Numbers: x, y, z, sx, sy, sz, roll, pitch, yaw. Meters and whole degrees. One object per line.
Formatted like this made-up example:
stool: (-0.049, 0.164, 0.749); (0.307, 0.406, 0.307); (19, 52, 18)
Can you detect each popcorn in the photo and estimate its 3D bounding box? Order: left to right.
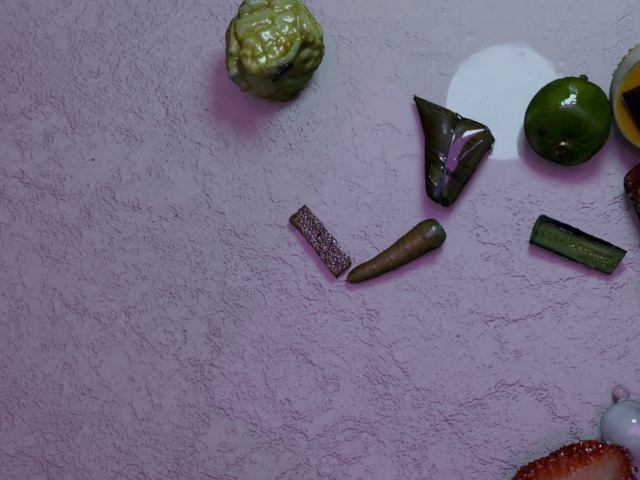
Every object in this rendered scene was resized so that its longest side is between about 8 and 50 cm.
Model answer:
popcorn: (-0.126, -0.480, 1.872); (0.293, 0.293, 0.237); (-40, 83, 2)

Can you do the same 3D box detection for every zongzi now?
zongzi: (0.276, -0.224, 1.829); (0.242, 0.112, 0.221); (31, 88, 21)

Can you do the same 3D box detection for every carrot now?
carrot: (0.172, 0.043, 1.830); (0.298, 0.078, 0.078); (-30, 78, 10)

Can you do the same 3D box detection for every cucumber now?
cucumber: (0.609, 0.007, 1.761); (0.211, 0.062, 0.078); (21, 119, 7)

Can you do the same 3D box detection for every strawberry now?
strawberry: (0.559, 0.554, 1.635); (0.306, 0.138, 0.233); (-36, 90, 13)

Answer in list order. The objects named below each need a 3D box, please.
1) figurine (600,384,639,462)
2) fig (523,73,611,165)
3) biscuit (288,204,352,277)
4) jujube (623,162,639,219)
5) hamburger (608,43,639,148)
figurine: (0.728, 0.398, 1.636); (0.256, 0.144, 0.182); (-45, 80, 4)
fig: (0.591, -0.313, 1.779); (0.203, 0.203, 0.235); (9, 43, 11)
biscuit: (0.000, 0.000, 1.876); (0.064, 0.034, 0.199); (-39, 77, 1)
jujube: (0.804, -0.078, 1.676); (0.190, 0.190, 0.255); (-32, 65, 4)
hamburger: (0.803, -0.327, 1.689); (0.276, 0.179, 0.294); (-29, 97, 32)
